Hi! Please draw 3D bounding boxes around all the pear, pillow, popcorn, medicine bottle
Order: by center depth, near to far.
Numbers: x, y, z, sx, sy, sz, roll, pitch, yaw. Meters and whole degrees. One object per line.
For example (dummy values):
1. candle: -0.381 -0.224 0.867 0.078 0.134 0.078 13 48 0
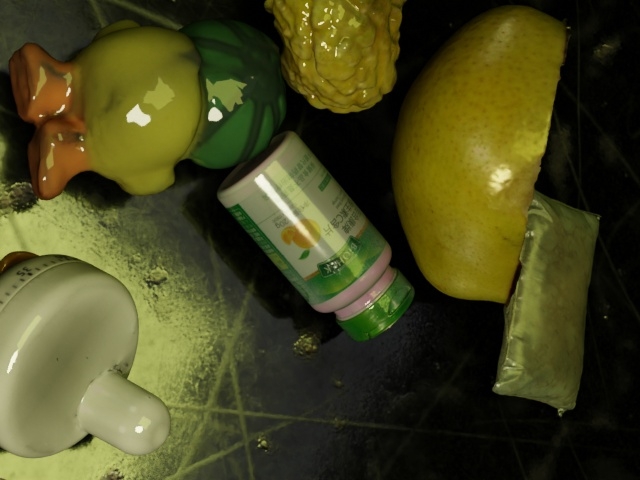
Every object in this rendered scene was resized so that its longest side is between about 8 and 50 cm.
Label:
1. medicine bottle: 0.000 0.000 1.791 0.274 0.133 0.133 49 65 -14
2. popcorn: 0.036 -0.284 1.810 0.203 0.200 0.226 -38 103 -20
3. pear: 0.191 -0.120 1.828 0.191 0.340 0.386 12 95 2
4. pillow: 0.321 0.090 1.962 0.185 0.075 0.302 18 77 -43

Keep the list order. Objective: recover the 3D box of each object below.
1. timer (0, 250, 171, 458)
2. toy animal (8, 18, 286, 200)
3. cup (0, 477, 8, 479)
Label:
1. timer: -0.290 0.139 1.565 0.233 0.240 0.233 -40 143 -40
2. toy animal: -0.190 -0.170 1.678 0.338 0.191 0.216 -11 84 -26
3. cup: -0.411 0.344 1.493 0.253 0.192 0.200 34 66 -43
